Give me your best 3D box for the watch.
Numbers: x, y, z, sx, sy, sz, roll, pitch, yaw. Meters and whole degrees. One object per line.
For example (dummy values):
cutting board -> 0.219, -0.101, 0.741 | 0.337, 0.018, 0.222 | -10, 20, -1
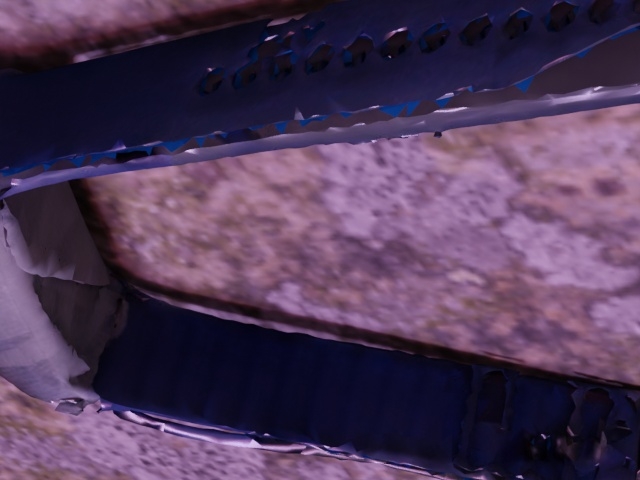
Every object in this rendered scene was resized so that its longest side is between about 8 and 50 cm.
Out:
watch -> -0.006, -0.008, 0.651 | 0.274, 0.068, 0.276 | 11, 145, 9
